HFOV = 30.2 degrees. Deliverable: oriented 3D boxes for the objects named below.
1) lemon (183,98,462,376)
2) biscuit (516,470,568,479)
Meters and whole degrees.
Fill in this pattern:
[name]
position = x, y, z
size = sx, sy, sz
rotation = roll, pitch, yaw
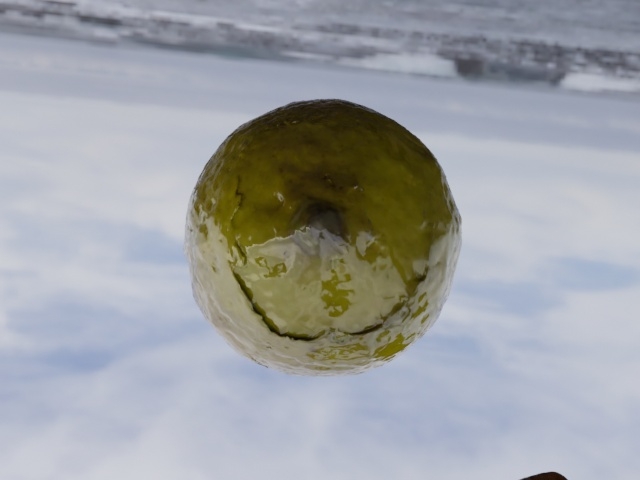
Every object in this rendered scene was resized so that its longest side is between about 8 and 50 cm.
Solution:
[lemon]
position = -0.001, 0.001, 0.739
size = 0.181, 0.180, 0.193
rotation = 1, 155, -28
[biscuit]
position = 0.301, 0.423, 1.189
size = 0.350, 0.078, 0.455
rotation = 23, -150, -36
